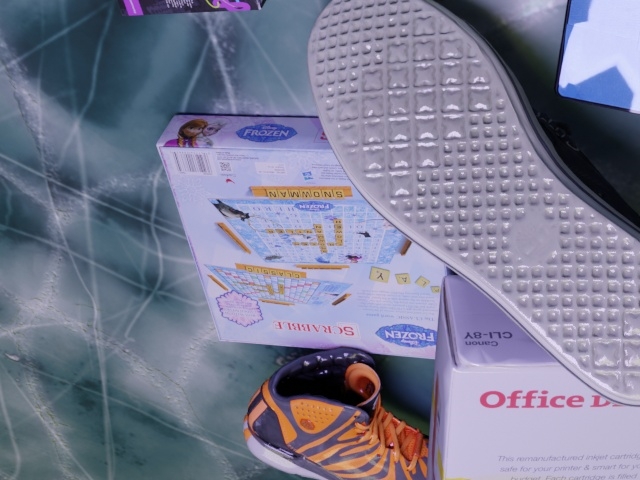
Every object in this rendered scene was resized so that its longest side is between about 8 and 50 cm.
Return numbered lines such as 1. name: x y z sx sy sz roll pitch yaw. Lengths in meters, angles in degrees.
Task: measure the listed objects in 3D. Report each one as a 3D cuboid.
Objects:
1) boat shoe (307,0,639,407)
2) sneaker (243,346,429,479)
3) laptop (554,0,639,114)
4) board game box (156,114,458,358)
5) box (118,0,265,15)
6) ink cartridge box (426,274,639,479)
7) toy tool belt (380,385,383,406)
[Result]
1. boat shoe: 0.171 -0.046 1.133 0.187 0.156 0.500 -45 75 9
2. sneaker: 0.071 0.243 1.470 0.321 0.125 0.180 17 137 -9
3. laptop: 0.366 -0.217 0.814 0.236 0.408 0.382 -1 114 -10
4. board game box: 0.000 0.000 1.384 0.318 0.066 0.318 4 132 18
5. box: -0.144 -0.286 1.200 0.162 0.029 0.116 3 133 21
6. ink cartridge box: 0.267 0.230 1.321 0.279 0.160 0.385 -1 126 -1
7. toy tool belt: 0.047 0.218 1.592 0.083 0.051 0.052 -7 145 43
